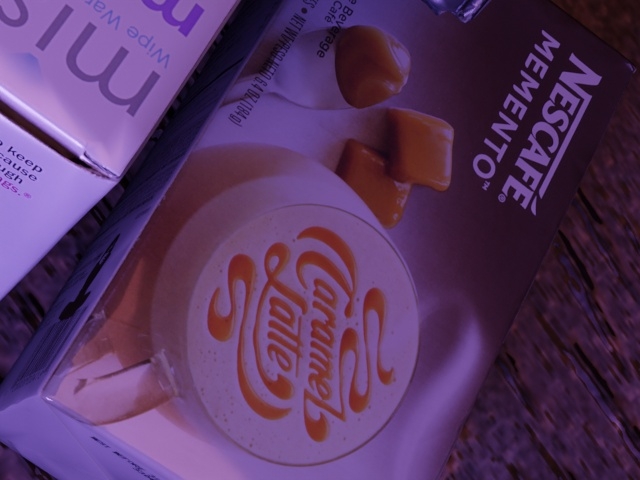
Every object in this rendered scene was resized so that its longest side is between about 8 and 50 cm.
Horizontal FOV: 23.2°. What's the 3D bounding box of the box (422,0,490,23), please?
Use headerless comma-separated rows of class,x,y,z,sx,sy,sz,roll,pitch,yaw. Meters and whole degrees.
box,-0.026,-0.208,0.533,0.295,0.293,0.073,41,106,-2

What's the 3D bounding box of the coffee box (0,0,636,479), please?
coffee box,0.000,0.000,0.600,0.141,0.098,0.246,36,65,-13

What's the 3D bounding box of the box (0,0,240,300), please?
box,-0.182,-0.086,0.453,0.262,0.231,0.127,37,53,-12
